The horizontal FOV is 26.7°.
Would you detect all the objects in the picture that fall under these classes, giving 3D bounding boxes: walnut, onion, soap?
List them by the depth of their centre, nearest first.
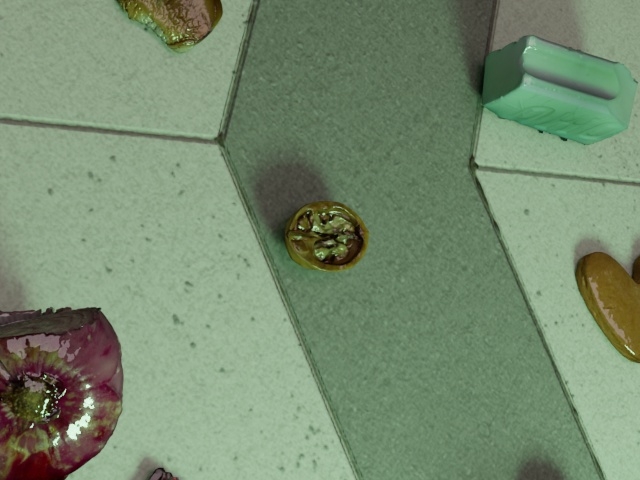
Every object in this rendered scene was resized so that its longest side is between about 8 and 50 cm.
[{"bbox_3d":[-0.304,0.163,1.383,0.207,0.200,0.201,-7,77,-47],"label":"onion"},{"bbox_3d":[0.000,0.000,1.704,0.121,0.052,0.091,1,75,-30],"label":"walnut"},{"bbox_3d":[0.352,-0.213,1.953,0.230,0.145,0.091,14,76,-23],"label":"soap"}]

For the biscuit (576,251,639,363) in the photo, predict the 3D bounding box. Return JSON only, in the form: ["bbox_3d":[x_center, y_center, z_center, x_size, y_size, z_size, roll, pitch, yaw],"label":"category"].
[{"bbox_3d":[0.471,0.078,1.991,0.192,0.036,0.186,-33,91,-37],"label":"biscuit"}]

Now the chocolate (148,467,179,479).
[{"bbox_3d":[-0.189,0.344,1.480,0.086,0.028,0.182,40,55,-18],"label":"chocolate"}]

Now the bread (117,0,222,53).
[{"bbox_3d":[-0.183,-0.307,1.699,0.129,0.044,0.126,42,58,-18],"label":"bread"}]
